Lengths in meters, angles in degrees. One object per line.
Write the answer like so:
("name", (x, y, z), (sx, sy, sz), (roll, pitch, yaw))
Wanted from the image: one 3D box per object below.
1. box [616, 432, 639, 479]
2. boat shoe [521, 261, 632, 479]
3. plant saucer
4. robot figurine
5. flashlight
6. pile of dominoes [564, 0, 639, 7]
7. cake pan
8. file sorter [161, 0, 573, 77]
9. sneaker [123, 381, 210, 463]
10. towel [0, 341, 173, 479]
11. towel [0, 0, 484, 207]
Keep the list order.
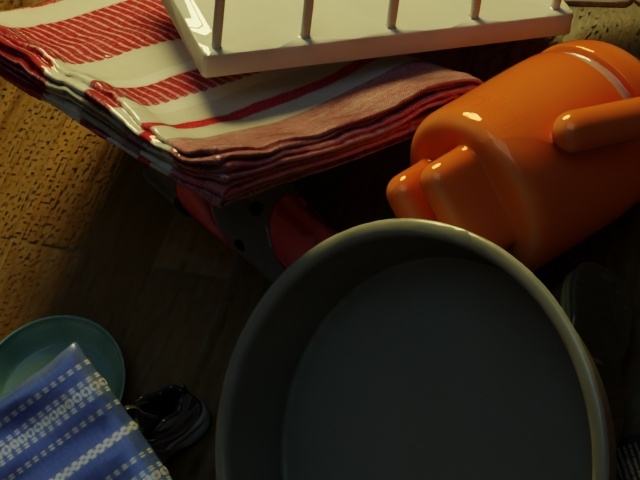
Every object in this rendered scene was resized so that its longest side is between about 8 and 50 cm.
("box", (0.201, 0.181, 1.197), (0.162, 0.029, 0.116), (-20, 56, 8))
("boat shoe", (0.158, 0.097, 1.234), (0.060, 0.064, 0.178), (-38, 26, 46))
("plant saucer", (-0.193, 0.111, 1.373), (0.119, 0.021, 0.119), (-8, 59, 13))
("robot figurine", (0.150, -0.056, 1.272), (0.219, 0.158, 0.128), (-31, 58, -31))
("flashlight", (0.000, 0.000, 1.326), (0.103, 0.103, 0.304), (-46, 57, -7))
("pile of dominoes", (0.289, -0.246, 1.426), (0.251, 0.040, 0.196), (3, 61, 10))
("cake pan", (0.061, 0.134, 1.182), (0.293, 0.054, 0.293), (-3, 86, 37))
("file sorter", (0.025, -0.252, 1.339), (0.277, 0.173, 0.193), (-9, 40, -19))
("sneaker", (-0.125, 0.135, 1.307), (0.038, 0.069, 0.098), (35, 76, 32))
("towel", (-0.163, 0.265, 1.203), (0.243, 0.040, 0.336), (-35, 76, -5))
("towel", (-0.077, -0.129, 1.356), (0.237, 0.037, 0.329), (-21, 36, -35))
